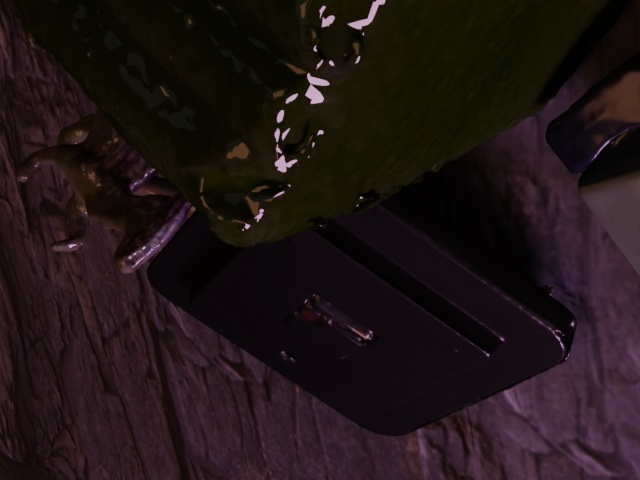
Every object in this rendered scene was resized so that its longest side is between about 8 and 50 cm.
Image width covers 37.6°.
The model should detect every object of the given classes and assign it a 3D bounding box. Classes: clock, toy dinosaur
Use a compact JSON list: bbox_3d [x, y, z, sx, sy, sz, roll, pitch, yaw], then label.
[{"bbox_3d":[0.015,0.054,0.739,0.279,0.049,0.273,34,144,-10],"label":"clock"},{"bbox_3d":[-0.161,-0.095,0.762,0.162,0.077,0.294,-13,64,18],"label":"toy dinosaur"}]

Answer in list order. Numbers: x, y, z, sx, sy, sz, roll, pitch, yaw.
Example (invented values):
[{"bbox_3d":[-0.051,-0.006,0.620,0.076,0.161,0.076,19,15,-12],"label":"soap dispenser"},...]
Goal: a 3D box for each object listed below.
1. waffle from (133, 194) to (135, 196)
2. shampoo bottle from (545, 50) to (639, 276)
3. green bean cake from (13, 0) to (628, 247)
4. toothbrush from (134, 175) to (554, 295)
[{"bbox_3d":[-0.224,-0.052,1.026,0.078,0.016,0.085,9,117,40],"label":"waffle"},{"bbox_3d":[0.285,0.040,0.551,0.359,0.078,0.134,55,134,6],"label":"shampoo bottle"},{"bbox_3d":[0.039,-0.185,0.489,0.218,0.319,0.335,48,132,17],"label":"green bean cake"},{"bbox_3d":[0.000,0.000,0.751,0.375,0.028,0.037,17,131,14],"label":"toothbrush"}]
